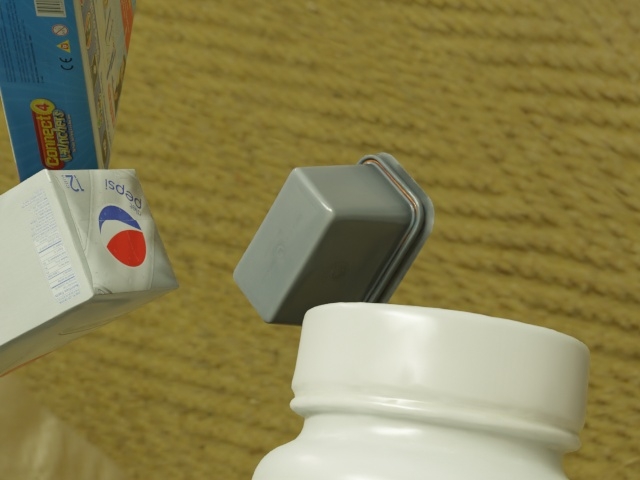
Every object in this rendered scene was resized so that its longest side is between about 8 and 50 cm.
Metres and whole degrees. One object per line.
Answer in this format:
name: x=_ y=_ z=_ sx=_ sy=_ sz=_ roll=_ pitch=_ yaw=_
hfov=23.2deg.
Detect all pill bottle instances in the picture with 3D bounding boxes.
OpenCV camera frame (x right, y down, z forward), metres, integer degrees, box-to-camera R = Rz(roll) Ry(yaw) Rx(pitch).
pill bottle: x=0.049 y=0.228 z=0.886 sx=0.204 sy=0.204 sz=0.361 roll=4 pitch=78 yaw=23

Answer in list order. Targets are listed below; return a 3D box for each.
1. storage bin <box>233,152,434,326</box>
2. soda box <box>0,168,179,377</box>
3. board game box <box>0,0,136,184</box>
storage bin: x=0.000 y=0.000 z=1.129 sx=0.098 sy=0.091 sz=0.135 roll=52 pitch=123 yaw=34
soda box: x=-0.241 y=0.048 z=1.069 sx=0.286 sy=0.098 sz=0.091 roll=-27 pitch=79 yaw=28
board game box: x=-0.247 y=-0.255 z=1.525 sx=0.086 sy=0.308 sz=0.302 roll=3 pitch=53 yaw=0
